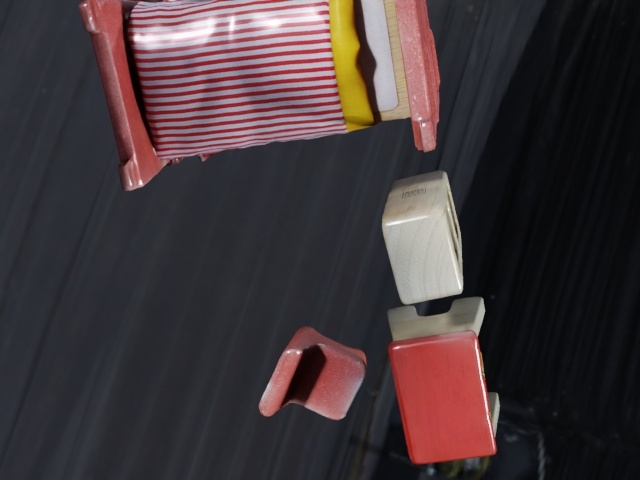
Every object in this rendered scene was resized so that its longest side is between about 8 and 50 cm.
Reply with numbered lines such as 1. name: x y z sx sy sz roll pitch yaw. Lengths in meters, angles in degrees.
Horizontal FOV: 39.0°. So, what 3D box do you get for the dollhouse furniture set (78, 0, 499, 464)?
1. dollhouse furniture set: 0.000 0.000 0.626 0.201 0.374 0.152 -9 -164 11
